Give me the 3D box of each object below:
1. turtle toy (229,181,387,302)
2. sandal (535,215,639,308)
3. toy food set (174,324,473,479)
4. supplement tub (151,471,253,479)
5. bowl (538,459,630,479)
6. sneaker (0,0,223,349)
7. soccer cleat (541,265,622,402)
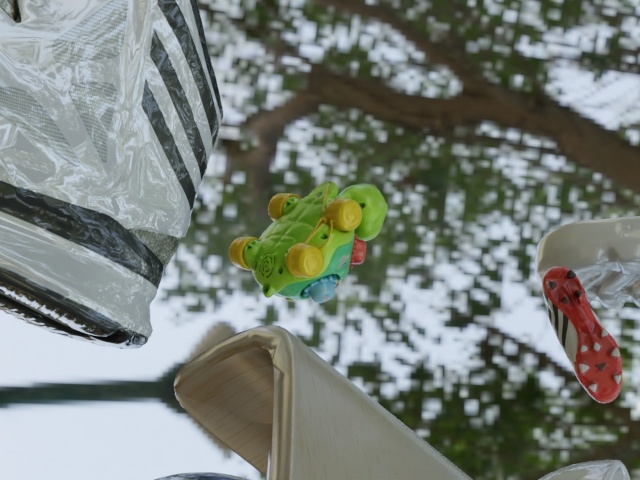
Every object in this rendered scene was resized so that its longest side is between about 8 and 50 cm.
[{"bbox_3d":[0.000,0.000,1.294,0.095,0.066,0.130,8,-131,51],"label":"turtle toy"},{"bbox_3d":[0.386,-0.017,1.424,0.169,0.416,0.102,94,-7,-68],"label":"sandal"},{"bbox_3d":[0.038,0.173,0.388,0.092,0.220,0.306,-41,-158,21],"label":"toy food set"},{"bbox_3d":[-0.115,0.277,1.009,0.228,0.316,0.228,2,-84,20],"label":"supplement tub"},{"bbox_3d":[0.097,0.174,0.700,0.142,0.053,0.142,-62,145,-45],"label":"bowl"},{"bbox_3d":[-0.249,-0.131,1.056,0.169,0.447,0.257,4,-112,53],"label":"sneaker"},{"bbox_3d":[0.149,0.054,0.982,0.035,0.029,0.083,104,-39,-80],"label":"soccer cleat"}]
